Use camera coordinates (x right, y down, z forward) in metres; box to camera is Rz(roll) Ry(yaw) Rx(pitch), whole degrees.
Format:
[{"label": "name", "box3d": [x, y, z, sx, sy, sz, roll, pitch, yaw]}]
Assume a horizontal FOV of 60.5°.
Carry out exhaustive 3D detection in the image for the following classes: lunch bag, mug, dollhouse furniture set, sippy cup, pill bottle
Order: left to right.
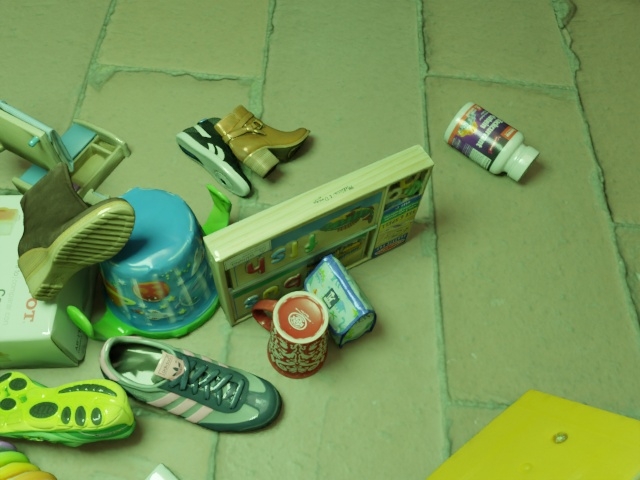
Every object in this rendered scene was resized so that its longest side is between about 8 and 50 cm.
[{"label": "dollhouse furniture set", "box3d": [-0.473, -0.196, 1.045, 0.287, 0.303, 0.198, 26, 63, 9]}, {"label": "sippy cup", "box3d": [-0.293, 0.030, 0.979, 0.240, 0.224, 0.305, 5, 60, -2]}, {"label": "mug", "box3d": [-0.055, 0.161, 0.955, 0.150, 0.169, 0.113, 10, 61, 0]}, {"label": "lunch bag", "box3d": [0.038, 0.109, 1.002, 0.096, 0.151, 0.128, -27, 67, -18]}, {"label": "pill bottle", "box3d": [0.387, -0.218, 1.237, 0.193, 0.108, 0.108, 38, 65, 16]}]

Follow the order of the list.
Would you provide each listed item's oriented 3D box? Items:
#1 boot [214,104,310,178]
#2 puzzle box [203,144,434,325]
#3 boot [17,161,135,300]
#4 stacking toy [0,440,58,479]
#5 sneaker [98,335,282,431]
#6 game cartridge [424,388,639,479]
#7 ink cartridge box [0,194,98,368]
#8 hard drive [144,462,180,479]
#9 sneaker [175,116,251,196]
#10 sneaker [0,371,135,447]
[{"label": "boot", "box3d": [-0.121, -0.236, 1.189, 0.152, 0.073, 0.197, 45, 46, 0]}, {"label": "puzzle box", "box3d": [0.000, 0.000, 0.993, 0.409, 0.272, 0.052, -25, 65, -16]}, {"label": "boot", "box3d": [-0.392, -0.048, 0.850, 0.248, 0.090, 0.206, -36, 59, 23]}, {"label": "stacking toy", "box3d": [-0.497, 0.375, 0.830, 0.302, 0.175, 0.165, 31, 68, 28]}, {"label": "sneaker", "box3d": [-0.221, 0.240, 0.920, 0.319, 0.131, 0.112, 12, 60, 2]}, {"label": "game cartridge", "box3d": [0.318, 0.361, 0.824, 0.324, 0.285, 0.052, -32, 100, -19]}, {"label": "ink cartridge box", "box3d": [-0.617, 0.071, 0.964, 0.385, 0.160, 0.279, -1, 62, -6]}, {"label": "hard drive", "box3d": [-0.194, 0.541, 0.802, 0.353, 0.047, 0.233, 37, 65, 15]}, {"label": "sneaker", "box3d": [-0.202, -0.198, 1.195, 0.217, 0.079, 0.121, 39, 66, 17]}, {"label": "sneaker", "box3d": [-0.437, 0.288, 0.887, 0.296, 0.123, 0.109, 0, 43, 16]}]
